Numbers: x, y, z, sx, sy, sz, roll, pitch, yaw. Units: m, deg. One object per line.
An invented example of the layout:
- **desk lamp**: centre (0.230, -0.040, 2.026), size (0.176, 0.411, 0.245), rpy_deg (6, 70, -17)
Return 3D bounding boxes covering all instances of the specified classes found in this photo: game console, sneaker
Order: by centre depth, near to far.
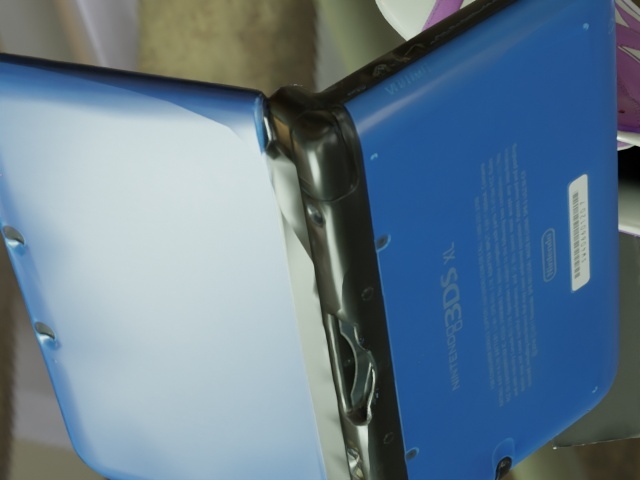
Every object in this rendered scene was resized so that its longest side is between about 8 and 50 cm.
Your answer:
- **game console**: centre (0.000, 0.000, 0.896), size (0.250, 0.293, 0.173), rpy_deg (-33, -131, -23)
- **sneaker**: centre (0.137, -0.097, 1.094), size (0.282, 0.102, 0.161), rpy_deg (30, -149, 15)

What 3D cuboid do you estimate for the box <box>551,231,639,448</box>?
- **box**: centre (0.221, 0.028, 1.524), size (0.103, 0.184, 0.261), rpy_deg (-12, -161, 10)
